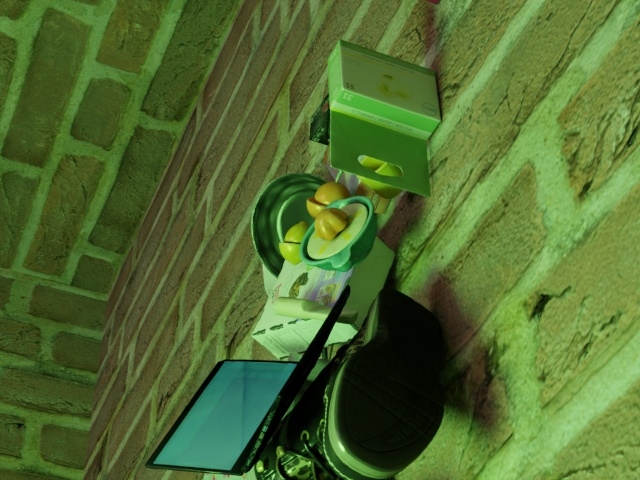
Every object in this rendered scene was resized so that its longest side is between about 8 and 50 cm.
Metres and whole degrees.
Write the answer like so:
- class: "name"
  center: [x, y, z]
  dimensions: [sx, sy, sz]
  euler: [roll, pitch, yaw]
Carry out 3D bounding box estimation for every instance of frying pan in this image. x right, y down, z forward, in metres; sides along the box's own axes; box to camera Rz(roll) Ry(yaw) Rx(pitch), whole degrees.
- class: "frying pan"
  center: [0.005, 0.039, 1.874]
  dimensions: [0.197, 0.053, 0.326]
  euler: [-31, 85, 29]

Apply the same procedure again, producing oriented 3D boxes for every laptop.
- class: "laptop"
  center: [-0.096, 0.183, 1.501]
  dimensions: [0.234, 0.136, 0.264]
  euler: [-56, -8, -48]

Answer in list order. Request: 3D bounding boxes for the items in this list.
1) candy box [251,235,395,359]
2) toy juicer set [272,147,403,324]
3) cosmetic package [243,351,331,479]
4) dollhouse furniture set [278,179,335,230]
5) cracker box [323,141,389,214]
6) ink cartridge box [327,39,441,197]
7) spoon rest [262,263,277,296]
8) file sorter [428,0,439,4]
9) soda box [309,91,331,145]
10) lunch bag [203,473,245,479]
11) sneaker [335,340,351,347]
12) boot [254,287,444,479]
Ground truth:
- class: "candy box"
  center: [0.004, 0.085, 1.738]
  dimensions: [0.196, 0.070, 0.165]
  euler: [-20, 36, 43]
- class: "toy juicer set"
  center: [0.000, 0.000, 1.675]
  dimensions: [0.209, 0.089, 0.329]
  euler: [-18, 37, 38]
- class: "cosmetic package"
  center: [-0.020, 0.303, 1.704]
  dimensions: [0.107, 0.127, 0.238]
  euler: [-118, 45, -66]
- class: "dollhouse furniture set"
  center: [-0.015, -0.004, 2.011]
  dimensions: [0.129, 0.129, 0.183]
  euler: [176, 79, -72]
- class: "cracker box"
  center: [0.079, -0.159, 1.891]
  dimensions: [0.232, 0.067, 0.155]
  euler: [-114, 42, -65]
- class: "ink cartridge box"
  center: [0.097, -0.187, 1.691]
  dimensions: [0.235, 0.171, 0.056]
  euler: [-92, 25, -42]
- class: "spoon rest"
  center: [-0.083, -0.005, 2.220]
  dimensions: [0.276, 0.084, 0.137]
  euler: [-92, 25, -46]
- class: "file sorter"
  center: [0.098, -0.558, 1.818]
  dimensions: [0.182, 0.291, 0.202]
  euler: [-56, 25, 37]
- class: "soda box"
  center: [0.035, -0.248, 2.118]
  dimensions: [0.169, 0.053, 0.060]
  euler: [130, 150, -53]
- class: "lunch bag"
  center: [-0.136, 0.471, 1.938]
  dimensions: [0.279, 0.108, 0.224]
  euler: [156, 125, -68]
- class: "sneaker"
  center: [0.048, 0.134, 1.748]
  dimensions: [0.152, 0.061, 0.053]
  euler: [135, 148, -54]
- class: "boot"
  center: [0.025, 0.248, 1.435]
  dimensions: [0.284, 0.138, 0.377]
  euler: [-54, 8, 26]
